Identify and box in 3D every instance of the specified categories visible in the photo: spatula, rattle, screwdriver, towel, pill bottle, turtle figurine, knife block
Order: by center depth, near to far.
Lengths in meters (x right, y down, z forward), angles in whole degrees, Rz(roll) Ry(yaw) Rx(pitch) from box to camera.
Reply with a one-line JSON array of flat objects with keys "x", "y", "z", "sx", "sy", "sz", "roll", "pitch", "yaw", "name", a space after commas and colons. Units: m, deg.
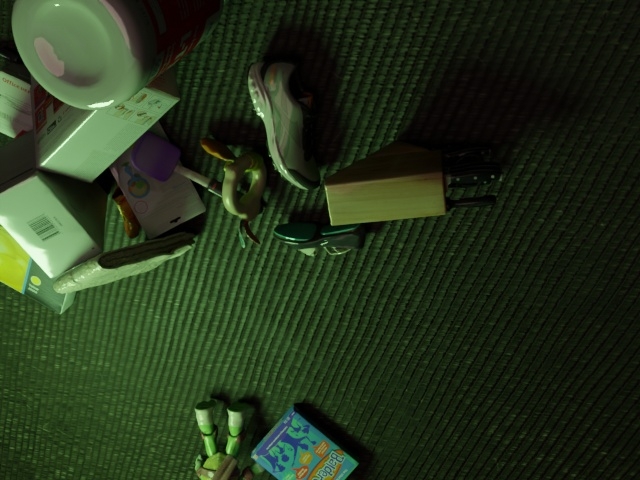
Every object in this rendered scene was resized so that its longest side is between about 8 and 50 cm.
[{"x": -0.302, "y": -0.397, "z": 1.496, "sx": 0.229, "sy": 0.408, "sz": 0.229, "roll": 11, "pitch": 125, "yaw": 17, "name": "pill bottle"}, {"x": 0.179, "y": -0.093, "z": 1.606, "sx": 0.242, "sy": 0.275, "sz": 0.088, "roll": 24, "pitch": 134, "yaw": 45, "name": "knife block"}, {"x": -0.188, "y": -0.093, "z": 1.833, "sx": 0.142, "sy": 0.130, "sz": 0.200, "roll": 11, "pitch": 130, "yaw": 13, "name": "rattle"}, {"x": -0.252, "y": -0.127, "z": 1.866, "sx": 0.296, "sy": 0.030, "sz": 0.084, "roll": 27, "pitch": 85, "yaw": -5, "name": "spatula"}, {"x": -0.708, "y": -0.413, "z": 1.903, "sx": 0.170, "sy": 0.024, "sz": 0.025, "roll": 25, "pitch": 157, "yaw": 9, "name": "screwdriver"}, {"x": -0.414, "y": 0.049, "z": 1.923, "sx": 0.187, "sy": 0.282, "sz": 0.049, "roll": -26, "pitch": 85, "yaw": 40, "name": "towel"}, {"x": -0.223, "y": 0.530, "z": 2.264, "sx": 0.198, "sy": 0.274, "sz": 0.266, "roll": 8, "pitch": 105, "yaw": 49, "name": "turtle figurine"}]

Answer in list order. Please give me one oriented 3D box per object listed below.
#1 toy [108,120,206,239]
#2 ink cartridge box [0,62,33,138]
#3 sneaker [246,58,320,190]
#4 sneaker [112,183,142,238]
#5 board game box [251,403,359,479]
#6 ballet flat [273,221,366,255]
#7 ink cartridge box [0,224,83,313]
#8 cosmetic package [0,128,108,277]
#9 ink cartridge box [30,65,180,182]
[{"x": -0.358, "y": -0.139, "z": 1.896, "sx": 0.137, "sy": 0.056, "sz": 0.237, "roll": -28, "pitch": 105, "yaw": -4, "name": "toy"}, {"x": -0.632, "y": -0.291, "z": 1.922, "sx": 0.109, "sy": 0.063, "sz": 0.150, "roll": 25, "pitch": 127, "yaw": 5, "name": "ink cartridge box"}, {"x": -0.049, "y": -0.217, "z": 1.705, "sx": 0.108, "sy": 0.100, "sz": 0.271, "roll": -10, "pitch": 117, "yaw": 22, "name": "sneaker"}, {"x": -0.425, "y": -0.083, "z": 1.962, "sx": 0.064, "sy": 0.067, "sz": 0.175, "roll": 34, "pitch": 131, "yaw": 44, "name": "sneaker"}, {"x": -0.036, "y": 0.524, "z": 2.168, "sx": 0.210, "sy": 0.047, "sz": 0.160, "roll": 40, "pitch": 95, "yaw": -6, "name": "board game box"}, {"x": 0.000, "y": 0.000, "z": 1.844, "sx": 0.203, "sy": 0.074, "sz": 0.074, "roll": -4, "pitch": 120, "yaw": 22, "name": "ballet flat"}, {"x": -0.705, "y": -0.007, "z": 2.138, "sx": 0.303, "sy": 0.072, "sz": 0.307, "roll": 29, "pitch": 130, "yaw": 3, "name": "ink cartridge box"}, {"x": -0.568, "y": -0.086, "z": 1.882, "sx": 0.138, "sy": 0.225, "sz": 0.224, "roll": -26, "pitch": 125, "yaw": 10, "name": "cosmetic package"}, {"x": -0.430, "y": -0.313, "z": 1.746, "sx": 0.130, "sy": 0.272, "sz": 0.309, "roll": 15, "pitch": 142, "yaw": -44, "name": "ink cartridge box"}]
